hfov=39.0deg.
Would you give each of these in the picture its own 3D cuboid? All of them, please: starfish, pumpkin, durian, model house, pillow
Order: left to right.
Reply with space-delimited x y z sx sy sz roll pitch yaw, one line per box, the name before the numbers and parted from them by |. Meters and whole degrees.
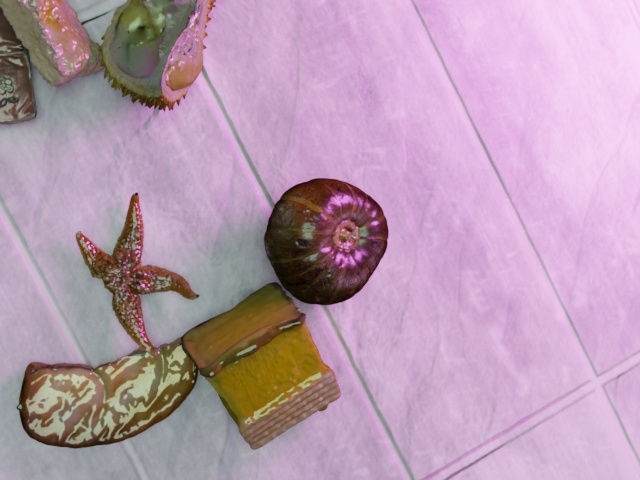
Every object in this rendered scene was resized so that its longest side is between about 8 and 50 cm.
pillow | -0.541 -0.300 1.475 0.126 0.043 0.233 -10 88 -15
starfish | -0.300 0.060 1.507 0.138 0.050 0.247 -32 90 -8
durian | -0.252 -0.343 1.472 0.172 0.166 0.306 34 69 -12
model house | -0.082 0.224 1.485 0.193 0.175 0.234 -32 113 -11
pumpkin | 0.000 0.000 1.520 0.219 0.162 0.219 -4 97 -34

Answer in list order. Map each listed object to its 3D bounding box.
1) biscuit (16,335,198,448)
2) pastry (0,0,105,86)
biscuit | -0.346 0.257 1.498 0.299 0.045 0.154 -9 89 -12
pastry | -0.451 -0.369 1.447 0.089 0.121 0.258 -25 108 26
